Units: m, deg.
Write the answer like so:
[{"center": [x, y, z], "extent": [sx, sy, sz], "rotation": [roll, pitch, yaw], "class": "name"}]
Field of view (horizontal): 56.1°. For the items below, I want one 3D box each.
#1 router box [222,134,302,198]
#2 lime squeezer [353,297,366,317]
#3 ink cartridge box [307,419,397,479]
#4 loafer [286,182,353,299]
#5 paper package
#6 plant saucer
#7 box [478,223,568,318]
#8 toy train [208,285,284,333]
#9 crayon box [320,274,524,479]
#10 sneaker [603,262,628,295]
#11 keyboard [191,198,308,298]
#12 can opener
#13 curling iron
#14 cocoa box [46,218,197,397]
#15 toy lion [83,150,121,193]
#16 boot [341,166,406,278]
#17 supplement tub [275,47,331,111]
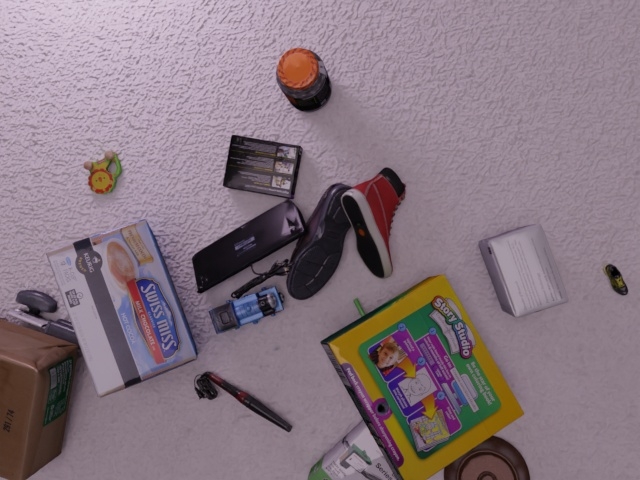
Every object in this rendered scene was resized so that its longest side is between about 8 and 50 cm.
[{"center": [-0.145, -0.184, 1.503], "extent": [0.179, 0.046, 0.133], "rotation": [11, 90, 7], "class": "router box"}, {"center": [0.197, 0.255, 1.445], "extent": [0.311, 0.059, 0.109], "rotation": [27, 92, 8], "class": "lime squeezer"}, {"center": [0.103, 0.542, 1.431], "extent": [0.160, 0.092, 0.219], "rotation": [45, 94, 5], "class": "ink cartridge box"}, {"center": [0.000, 0.000, 1.472], "extent": [0.109, 0.095, 0.302], "rotation": [23, 97, -24], "class": "loafer"}, {"center": [-0.790, 0.384, 1.480], "extent": [0.310, 0.168, 0.324], "rotation": [16, 104, 7], "class": "paper package"}, {"center": [0.391, 0.561, 1.412], "extent": [0.199, 0.036, 0.198], "rotation": [-2, 82, 12], "class": "plant saucer"}, {"center": [0.449, 0.066, 1.355], "extent": [0.119, 0.181, 0.181], "rotation": [-19, 87, 7], "class": "box"}, {"center": [-0.178, 0.170, 1.469], "extent": [0.184, 0.105, 0.080], "rotation": [-20, 87, 6], "class": "toy train"}, {"center": [0.227, 0.308, 1.357], "extent": [0.313, 0.106, 0.362], "rotation": [-29, 88, -13], "class": "crayon box"}, {"center": [0.688, 0.092, 1.397], "extent": [0.031, 0.035, 0.083], "rotation": [-33, 85, 6], "class": "sneaker"}, {"center": [-0.169, 0.043, 1.456], "extent": [0.317, 0.033, 0.201], "rotation": [-30, 52, 14], "class": "keyboard"}, {"center": [-0.663, 0.207, 1.545], "extent": [0.284, 0.076, 0.095], "rotation": [18, 92, 6], "class": "can opener"}, {"center": [-0.193, 0.407, 1.501], "extent": [0.274, 0.035, 0.068], "rotation": [23, 96, 8], "class": "curling iron"}, {"center": [-0.451, 0.158, 1.417], "extent": [0.228, 0.231, 0.346], "rotation": [-20, 86, -13], "class": "cocoa box"}, {"center": [-0.562, -0.172, 1.566], "extent": [0.100, 0.034, 0.096], "rotation": [-25, 93, 6], "class": "toy lion"}, {"center": [0.161, -0.043, 1.446], "extent": [0.176, 0.088, 0.244], "rotation": [-34, 117, -31], "class": "boot"}, {"center": [-0.039, -0.380, 1.422], "extent": [0.117, 0.190, 0.116], "rotation": [0, 89, 6], "class": "supplement tub"}]
